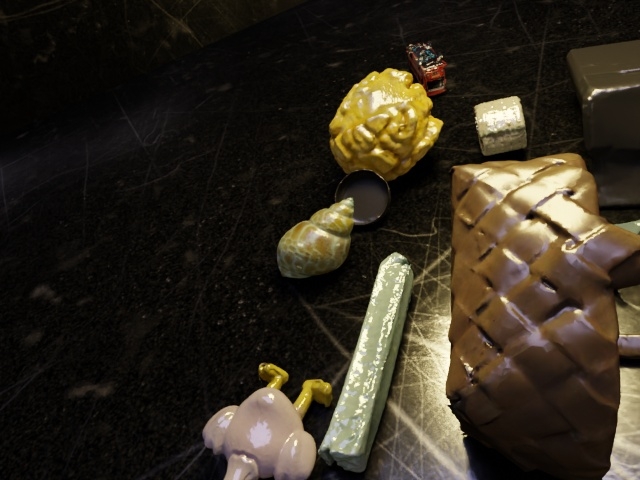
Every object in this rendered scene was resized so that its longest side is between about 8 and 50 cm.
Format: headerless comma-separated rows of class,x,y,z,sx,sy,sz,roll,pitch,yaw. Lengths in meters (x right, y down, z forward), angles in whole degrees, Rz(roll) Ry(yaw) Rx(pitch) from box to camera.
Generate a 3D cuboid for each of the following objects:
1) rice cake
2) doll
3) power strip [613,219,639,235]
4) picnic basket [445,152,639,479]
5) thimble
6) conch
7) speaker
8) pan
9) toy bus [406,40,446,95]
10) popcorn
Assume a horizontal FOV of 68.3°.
rice cake,0.079,0.153,0.673,0.062,0.066,0.337,8,45,21
doll,-0.109,0.309,0.560,0.160,0.094,0.365,12,50,22
power strip,0.372,-0.009,0.737,0.167,0.054,0.253,-35,40,-12
picnic basket,0.297,0.073,0.491,0.336,0.293,0.338,-9,60,16
thimble,0.364,-0.232,0.963,0.090,0.102,0.115,-9,33,17
conch,-0.012,0.007,0.862,0.172,0.106,0.116,-10,34,28
speaker,0.558,-0.234,0.865,0.179,0.184,0.388,0,33,24
pan,0.048,-0.050,0.942,0.212,0.040,0.115,-41,66,4
toy bus,0.289,-0.477,1.292,0.073,0.097,0.235,-14,38,8
popcorn,0.138,-0.243,1.003,0.249,0.190,0.251,-7,67,17
